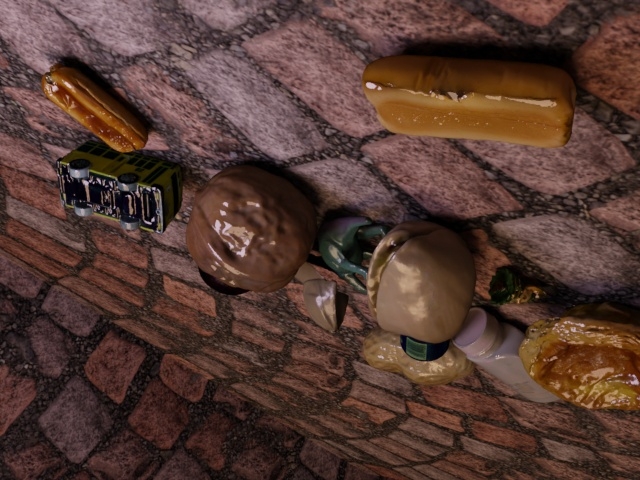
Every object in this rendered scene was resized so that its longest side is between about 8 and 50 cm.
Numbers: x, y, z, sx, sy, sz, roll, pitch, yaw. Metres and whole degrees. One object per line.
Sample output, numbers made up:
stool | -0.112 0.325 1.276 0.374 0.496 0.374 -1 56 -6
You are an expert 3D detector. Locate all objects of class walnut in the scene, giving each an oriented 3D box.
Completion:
walnut | -0.146 -0.021 1.711 0.273 0.227 0.273 24 157 11

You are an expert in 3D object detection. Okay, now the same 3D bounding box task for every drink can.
drink can | 0.237 0.176 1.882 0.118 0.118 0.205 16 142 16

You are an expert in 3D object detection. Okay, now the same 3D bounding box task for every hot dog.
hot dog | -0.440 -0.261 1.663 0.100 0.068 0.249 -9 144 35

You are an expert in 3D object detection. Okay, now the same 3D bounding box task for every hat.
hat | -0.029 0.120 1.870 0.173 0.144 0.166 10 165 16

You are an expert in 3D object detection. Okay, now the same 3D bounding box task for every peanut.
peanut | 0.241 0.284 2.113 0.313 0.152 0.152 9 153 33

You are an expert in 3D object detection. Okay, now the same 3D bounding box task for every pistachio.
pistachio | 0.195 0.076 1.636 0.226 0.208 0.332 -24 145 -5

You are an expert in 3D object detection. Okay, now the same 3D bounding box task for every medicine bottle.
medicine bottle | 0.439 0.268 1.946 0.296 0.111 0.161 33 155 -26

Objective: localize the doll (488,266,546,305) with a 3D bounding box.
doll | 0.395 0.091 1.693 0.113 0.077 0.078 -2 162 -33

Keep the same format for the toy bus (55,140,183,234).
toy bus | -0.433 -0.121 1.847 0.262 0.150 0.128 16 126 16

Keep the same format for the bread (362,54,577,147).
bread | 0.209 -0.201 1.176 0.305 0.091 0.142 10 161 27

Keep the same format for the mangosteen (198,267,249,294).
mangosteen | -0.209 0.014 1.922 0.230 0.194 0.194 52 154 0

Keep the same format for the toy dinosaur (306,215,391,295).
toy dinosaur | 0.000 0.000 1.807 0.331 0.129 0.383 22 157 26

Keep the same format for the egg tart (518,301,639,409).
egg tart | 0.577 0.224 1.679 0.352 0.150 0.352 17 150 10
